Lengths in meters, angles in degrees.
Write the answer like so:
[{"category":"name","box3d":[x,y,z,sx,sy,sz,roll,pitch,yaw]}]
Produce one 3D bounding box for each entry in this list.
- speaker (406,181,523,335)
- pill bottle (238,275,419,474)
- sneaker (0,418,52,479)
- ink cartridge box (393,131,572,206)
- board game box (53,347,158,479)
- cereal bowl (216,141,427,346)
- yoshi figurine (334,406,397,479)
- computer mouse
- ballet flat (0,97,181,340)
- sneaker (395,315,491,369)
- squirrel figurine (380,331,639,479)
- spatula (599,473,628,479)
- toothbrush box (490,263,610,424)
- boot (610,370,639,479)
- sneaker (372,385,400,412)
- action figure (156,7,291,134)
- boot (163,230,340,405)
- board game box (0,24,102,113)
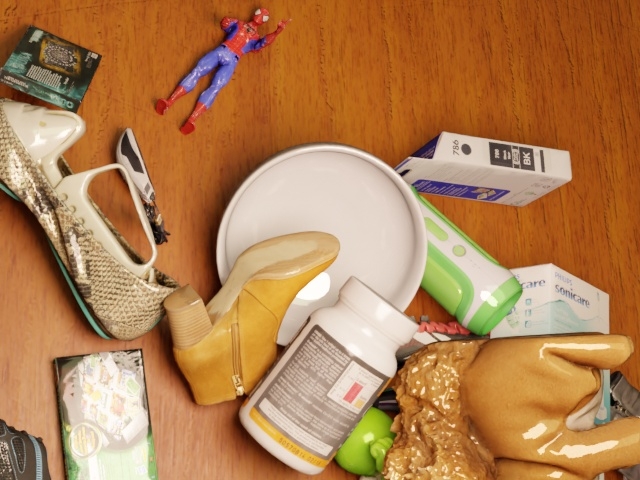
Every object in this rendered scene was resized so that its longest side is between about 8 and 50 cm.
[{"category":"speaker","box3d":[0.198,0.025,1.699,0.131,0.131,0.296,-36,68,-28]},{"category":"pill bottle","box3d":[0.016,0.202,1.515,0.162,0.162,0.278,37,92,-9]},{"category":"sneaker","box3d":[-0.474,0.297,1.402,0.139,0.125,0.341,-24,81,-55]},{"category":"ink cartridge box","box3d":[0.268,-0.128,1.802,0.332,0.165,0.065,5,72,-23]},{"category":"board game box","box3d":[-0.319,0.298,1.499,0.136,0.030,0.260,-3,75,-26]},{"category":"cereal bowl","box3d":[0.000,0.000,1.619,0.339,0.141,0.339,-1,106,-3]},{"category":"yoshi figurine","box3d":[0.060,0.395,1.531,0.362,0.203,0.203,-63,148,-51]},{"category":"computer mouse","box3d":[-0.293,-0.091,1.602,0.042,0.106,0.193,-21,70,-4]},{"category":"ballet flat","box3d":[-0.377,-0.076,1.500,0.182,0.164,0.483,-37,93,10]},{"category":"sneaker","box3d":[0.189,0.199,1.707,0.276,0.097,0.135,-1,73,-25]},{"category":"squirrel figurine","box3d":[0.284,0.328,1.465,0.397,0.281,0.371,-3,85,1]},{"category":"spatula","box3d":[0.563,0.459,1.835,0.168,0.019,0.242,10,71,-20]},{"category":"toothbrush box","box3d":[0.401,0.212,1.738,0.216,0.126,0.296,22,66,-44]},{"category":"boot","box3d":[0.563,0.420,1.791,0.222,0.118,0.338,27,51,-10]},{"category":"sneaker","box3d":[0.196,0.284,1.640,0.223,0.083,0.098,-7,93,16]},{"category":"action figure","box3d":[-0.156,-0.317,1.698,0.091,0.139,0.280,39,61,-10]},{"category":"boot","box3d":[-0.087,0.123,1.538,0.295,0.104,0.211,-24,126,-11]},{"category":"board game box","box3d":[-0.420,-0.271,1.566,0.126,0.026,0.186,22,29,-14]}]
